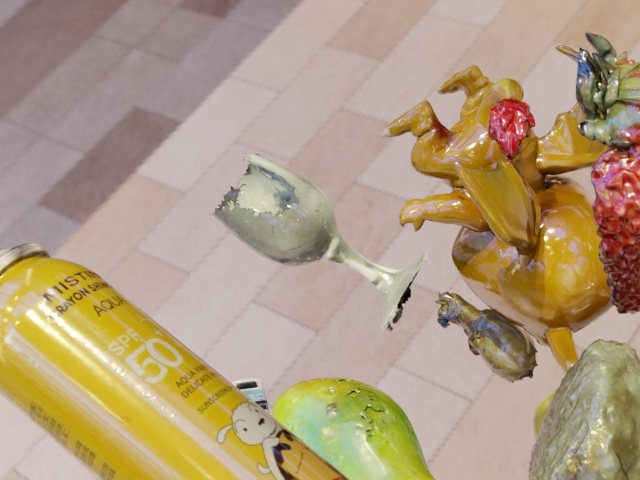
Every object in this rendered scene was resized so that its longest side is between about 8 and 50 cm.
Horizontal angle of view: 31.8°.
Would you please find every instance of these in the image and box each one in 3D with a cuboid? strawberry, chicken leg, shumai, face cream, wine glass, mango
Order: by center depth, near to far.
[{"bbox_3d":[-0.116,0.114,0.744,0.348,0.105,0.105,37,67,14],"label":"face cream"},{"bbox_3d":[0.301,-0.057,1.013,0.106,0.286,0.188,-3,39,24],"label":"strawberry"},{"bbox_3d":[0.298,0.221,1.045,0.203,0.272,0.222,21,87,14],"label":"shumai"},{"bbox_3d":[0.042,0.214,1.129,0.233,0.111,0.125,28,92,45],"label":"mango"},{"bbox_3d":[0.000,0.000,1.638,0.321,0.143,0.143,30,59,0],"label":"wine glass"},{"bbox_3d":[0.259,0.148,1.746,0.227,0.103,0.088,35,103,55],"label":"chicken leg"}]

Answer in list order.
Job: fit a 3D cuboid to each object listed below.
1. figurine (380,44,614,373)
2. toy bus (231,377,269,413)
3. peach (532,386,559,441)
[{"bbox_3d":[0.260,-0.035,1.477,0.268,0.387,0.401,-26,12,33],"label":"figurine"},{"bbox_3d":[-0.110,0.275,1.751,0.060,0.123,0.075,-7,41,-6],"label":"toy bus"},{"bbox_3d":[0.525,0.367,2.143,0.231,0.231,0.231,-11,46,12],"label":"peach"}]
